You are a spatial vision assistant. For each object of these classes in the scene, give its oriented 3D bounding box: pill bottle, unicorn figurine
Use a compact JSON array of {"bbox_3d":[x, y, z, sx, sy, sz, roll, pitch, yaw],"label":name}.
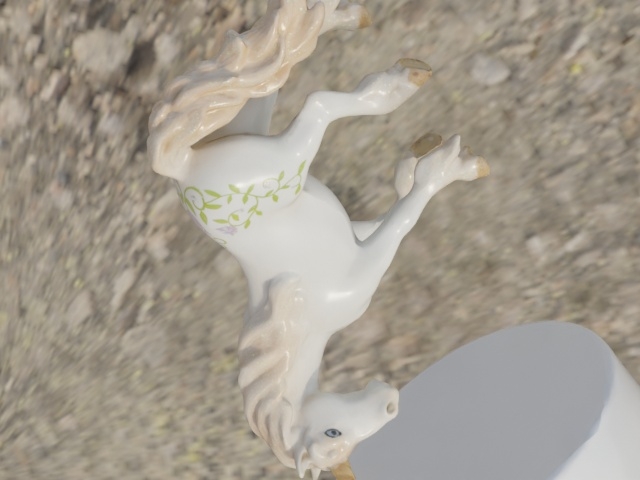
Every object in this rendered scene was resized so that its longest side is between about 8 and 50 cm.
[{"bbox_3d":[0.137,0.181,0.835,0.160,0.160,0.283,-41,114,-13],"label":"pill bottle"},{"bbox_3d":[0.000,0.000,0.580,0.111,0.060,0.162,-45,117,-8],"label":"unicorn figurine"}]
